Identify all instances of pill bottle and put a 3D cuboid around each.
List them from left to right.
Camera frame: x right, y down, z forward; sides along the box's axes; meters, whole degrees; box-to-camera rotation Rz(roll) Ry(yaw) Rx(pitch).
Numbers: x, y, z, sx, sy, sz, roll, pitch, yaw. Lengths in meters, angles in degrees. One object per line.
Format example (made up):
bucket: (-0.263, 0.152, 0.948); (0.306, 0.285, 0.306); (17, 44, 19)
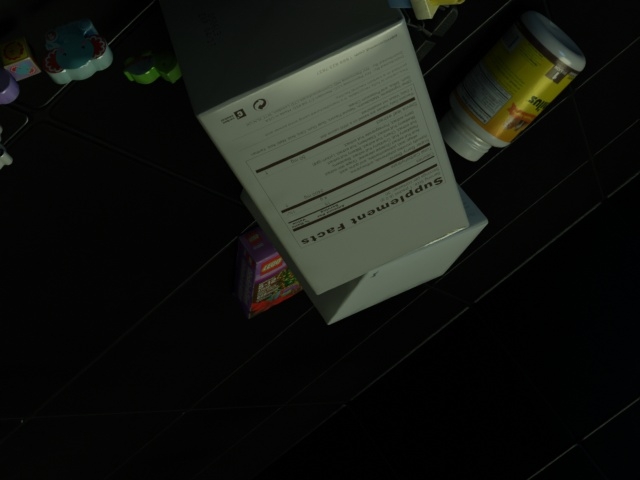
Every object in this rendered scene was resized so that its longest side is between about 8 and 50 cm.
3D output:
pill bottle: (0.271, -0.219, 1.263); (0.215, 0.117, 0.117); (-48, 157, 29)

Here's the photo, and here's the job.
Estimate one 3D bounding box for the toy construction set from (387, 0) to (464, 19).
toy construction set: (0.106, -0.307, 0.670); (0.151, 0.214, 0.327); (-1, -157, 21)

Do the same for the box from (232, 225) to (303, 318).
box: (0.000, 0.000, 1.394); (0.293, 0.057, 0.201); (-28, 158, -21)

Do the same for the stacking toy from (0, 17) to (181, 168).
stacking toy: (-0.228, -0.134, 0.681); (0.221, 0.052, 0.167); (-22, 160, 0)

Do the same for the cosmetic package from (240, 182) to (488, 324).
cosmetic package: (0.056, -0.041, 1.153); (0.224, 0.224, 0.138); (-19, 154, -37)

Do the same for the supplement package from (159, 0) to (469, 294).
supplement package: (0.004, -0.116, 0.798); (0.175, 0.177, 0.293); (-25, 144, 4)

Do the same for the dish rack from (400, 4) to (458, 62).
dish rack: (0.021, -0.217, 0.940); (0.272, 0.074, 0.208); (-3, 141, -53)
